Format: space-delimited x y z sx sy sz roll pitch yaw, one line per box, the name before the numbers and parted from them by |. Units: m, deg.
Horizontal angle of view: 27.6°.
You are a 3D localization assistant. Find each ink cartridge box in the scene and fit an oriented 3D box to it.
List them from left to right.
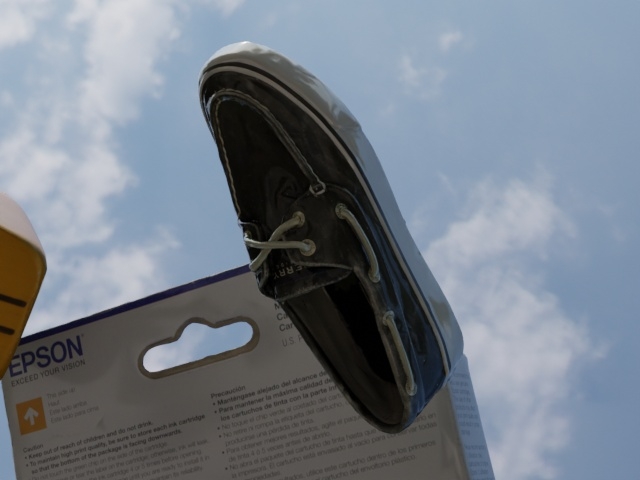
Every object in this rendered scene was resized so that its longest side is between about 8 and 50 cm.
ink cartridge box | -0.043 0.188 0.849 0.324 0.071 0.330 -17 -106 21

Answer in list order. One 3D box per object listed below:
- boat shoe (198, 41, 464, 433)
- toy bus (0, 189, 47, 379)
boat shoe | 0.000 0.000 0.679 0.077 0.070 0.219 -24 -75 41
toy bus | -0.341 -0.021 0.802 0.130 0.332 0.108 -65 -152 11
